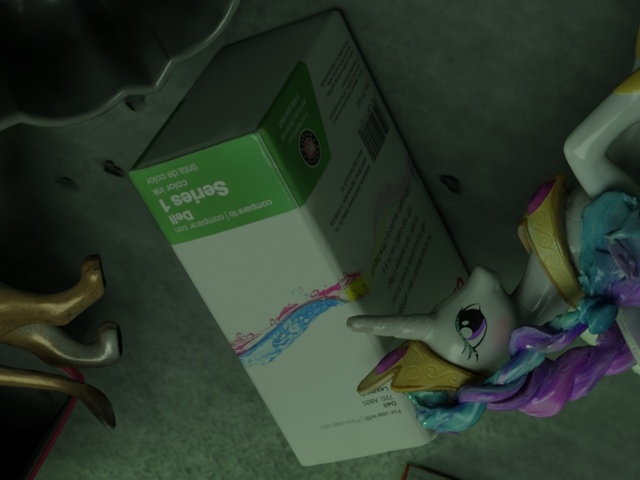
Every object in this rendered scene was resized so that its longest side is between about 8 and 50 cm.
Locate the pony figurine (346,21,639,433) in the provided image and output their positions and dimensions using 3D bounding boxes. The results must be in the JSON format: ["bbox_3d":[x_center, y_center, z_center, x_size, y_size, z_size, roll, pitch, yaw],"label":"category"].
[{"bbox_3d":[0.240,0.031,1.027,0.351,0.303,0.363,33,101,-23],"label":"pony figurine"}]

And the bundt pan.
[{"bbox_3d":[-0.201,-0.243,0.997,0.331,0.124,0.330,-16,134,-17],"label":"bundt pan"}]

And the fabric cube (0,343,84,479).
[{"bbox_3d":[-0.395,0.194,1.276,0.259,0.254,0.258,32,147,-6],"label":"fabric cube"}]

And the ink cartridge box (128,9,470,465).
[{"bbox_3d":[0.000,0.000,1.113,0.117,0.201,0.278,-16,116,27],"label":"ink cartridge box"}]

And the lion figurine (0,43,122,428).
[{"bbox_3d":[-0.297,-0.027,1.164,0.240,0.142,0.392,-9,90,-4],"label":"lion figurine"}]

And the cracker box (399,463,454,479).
[{"bbox_3d":[0.160,0.315,1.350,0.232,0.067,0.155,21,126,4],"label":"cracker box"}]
